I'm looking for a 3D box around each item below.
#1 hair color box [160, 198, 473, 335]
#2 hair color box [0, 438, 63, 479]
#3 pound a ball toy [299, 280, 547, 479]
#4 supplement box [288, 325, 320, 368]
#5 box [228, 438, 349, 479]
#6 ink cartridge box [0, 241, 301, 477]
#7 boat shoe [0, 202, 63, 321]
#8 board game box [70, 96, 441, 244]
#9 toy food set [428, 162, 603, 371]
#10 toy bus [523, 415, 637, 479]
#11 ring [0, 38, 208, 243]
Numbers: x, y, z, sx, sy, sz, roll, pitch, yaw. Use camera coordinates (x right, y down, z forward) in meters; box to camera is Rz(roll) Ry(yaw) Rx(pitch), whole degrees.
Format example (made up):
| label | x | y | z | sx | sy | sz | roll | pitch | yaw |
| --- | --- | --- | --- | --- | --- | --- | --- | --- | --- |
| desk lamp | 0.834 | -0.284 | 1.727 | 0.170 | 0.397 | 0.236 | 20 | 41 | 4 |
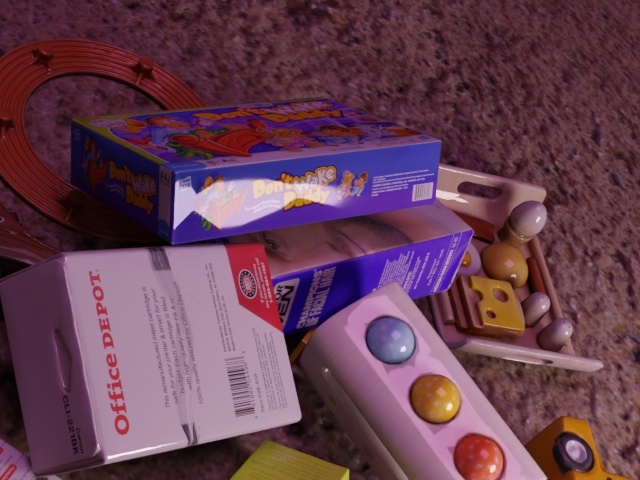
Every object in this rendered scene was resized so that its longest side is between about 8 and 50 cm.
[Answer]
| label | x | y | z | sx | sy | sz | roll | pitch | yaw |
| --- | --- | --- | --- | --- | --- | --- | --- | --- | --- |
| hair color box | 0.000 | 0.000 | 1.488 | 0.338 | 0.110 | 0.185 | -14 | 45 | -39 |
| hair color box | -0.331 | 0.226 | 1.139 | 0.167 | 0.053 | 0.093 | 34 | 41 | 0 |
| pound a ball toy | 0.094 | 0.224 | 1.312 | 0.208 | 0.136 | 0.319 | -28 | 72 | -27 |
| supplement box | 0.013 | 0.138 | 1.448 | 0.083 | 0.043 | 0.055 | 37 | 42 | 2 |
| box | -0.058 | 0.282 | 1.238 | 0.109 | 0.042 | 0.178 | 15 | 36 | 25 |
| ink cartridge box | -0.165 | 0.112 | 1.219 | 0.273 | 0.114 | 0.197 | -2 | 76 | -51 |
| boat shoe | -0.350 | 0.003 | 1.283 | 0.307 | 0.111 | 0.104 | 23 | 43 | -15 |
| board game box | -0.072 | -0.088 | 1.374 | 0.347 | 0.078 | 0.233 | -10 | 23 | -36 |
| toy food set | 0.251 | 0.034 | 1.660 | 0.219 | 0.092 | 0.306 | 11 | 47 | -26 |
| toy bus | 0.313 | 0.370 | 1.385 | 0.130 | 0.108 | 0.333 | 16 | 46 | -21 |
| ring | -0.260 | -0.136 | 1.527 | 0.336 | 0.032 | 0.337 | 18 | 46 | -19 |
